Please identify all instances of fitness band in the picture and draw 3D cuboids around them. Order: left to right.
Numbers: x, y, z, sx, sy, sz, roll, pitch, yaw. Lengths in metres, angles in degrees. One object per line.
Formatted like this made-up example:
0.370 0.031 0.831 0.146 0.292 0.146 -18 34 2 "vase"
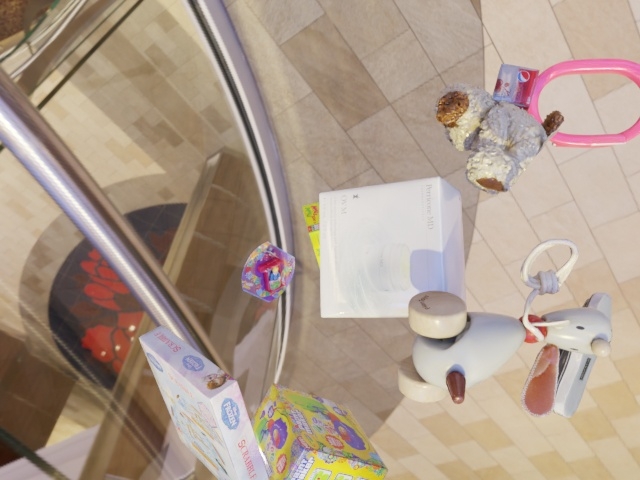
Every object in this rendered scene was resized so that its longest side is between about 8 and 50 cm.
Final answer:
0.651 -0.330 1.297 0.291 0.054 0.208 3 90 14 "fitness band"

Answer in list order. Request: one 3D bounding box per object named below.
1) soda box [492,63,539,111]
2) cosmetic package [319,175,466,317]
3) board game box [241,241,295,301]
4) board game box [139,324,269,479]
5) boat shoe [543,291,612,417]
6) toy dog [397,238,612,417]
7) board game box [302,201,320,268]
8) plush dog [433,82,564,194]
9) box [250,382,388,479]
0.442 -0.312 1.260 0.084 0.092 0.263 15 178 15 "soda box"
0.125 0.022 0.940 0.225 0.223 0.138 -5 171 27 "cosmetic package"
-0.118 0.086 1.330 0.033 0.133 0.169 23 172 42 "board game box"
-0.249 0.375 1.157 0.319 0.066 0.317 19 130 46 "board game box"
0.596 0.259 1.282 0.113 0.105 0.306 19 90 -40 "boat shoe"
0.270 0.158 0.763 0.334 0.161 0.220 -23 117 2 "toy dog"
0.000 0.000 1.347 0.043 0.092 0.181 -16 141 0 "board game box"
0.328 -0.229 1.073 0.225 0.262 0.210 40 103 8 "plush dog"
-0.020 0.579 1.486 0.279 0.290 0.177 25 99 -28 "box"
